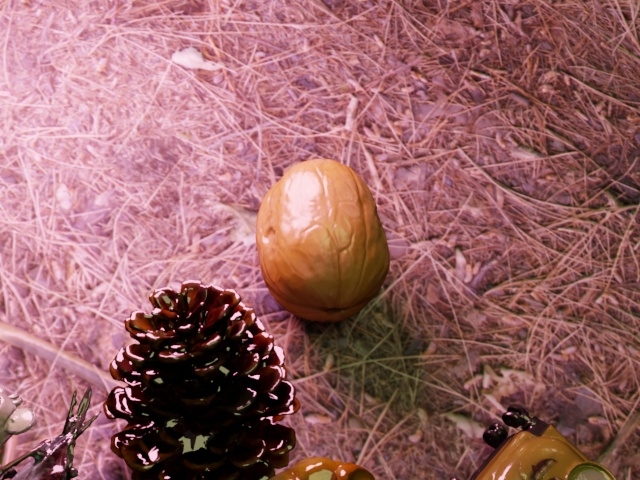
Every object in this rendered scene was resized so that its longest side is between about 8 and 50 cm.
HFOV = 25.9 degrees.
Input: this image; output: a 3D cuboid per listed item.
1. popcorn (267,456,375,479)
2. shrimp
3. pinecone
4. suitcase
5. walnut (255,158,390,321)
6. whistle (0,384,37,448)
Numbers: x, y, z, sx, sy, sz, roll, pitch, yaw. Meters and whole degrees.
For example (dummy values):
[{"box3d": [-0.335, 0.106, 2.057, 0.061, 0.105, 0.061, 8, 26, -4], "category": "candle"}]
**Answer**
[{"box3d": [-0.032, 0.404, 1.588, 0.265, 0.225, 0.332, 30, 63, -38], "category": "popcorn"}, {"box3d": [-0.368, 0.329, 1.592, 0.172, 0.137, 0.372, 21, 54, -2], "category": "shrimp"}, {"box3d": [-0.147, 0.180, 1.675, 0.246, 0.292, 0.246, -3, 40, 3], "category": "pinecone"}, {"box3d": [0.285, 0.354, 1.814, 0.235, 0.143, 0.194, 41, 54, 7], "category": "suitcase"}, {"box3d": [0.000, 0.000, 1.906, 0.193, 0.193, 0.225, -1, 67, -21], "category": "walnut"}, {"box3d": [-0.450, 0.256, 1.650, 0.114, 0.077, 0.236, 29, 53, 37], "category": "whistle"}]
